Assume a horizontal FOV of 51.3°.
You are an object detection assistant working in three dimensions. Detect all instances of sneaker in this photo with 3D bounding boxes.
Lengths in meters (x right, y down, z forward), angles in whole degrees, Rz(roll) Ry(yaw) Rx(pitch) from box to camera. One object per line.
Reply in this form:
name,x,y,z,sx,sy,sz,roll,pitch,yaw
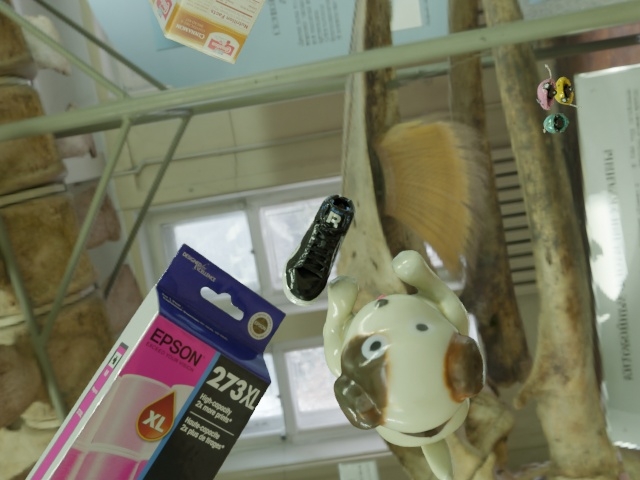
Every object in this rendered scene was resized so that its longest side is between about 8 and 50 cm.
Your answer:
sneaker,0.000,0.000,1.132,0.217,0.079,0.121,-69,3,-46

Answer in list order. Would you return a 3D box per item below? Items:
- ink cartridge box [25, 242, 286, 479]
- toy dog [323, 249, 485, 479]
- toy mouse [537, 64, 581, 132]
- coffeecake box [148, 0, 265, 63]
ink cartridge box,-0.181,0.204,0.757,0.175,0.069,0.371,39,-108,-30
toy dog,0.132,0.220,1.137,0.408,0.284,0.396,62,-159,-74
toy mouse,0.461,-0.267,1.334,0.161,0.031,0.143,47,-116,-37
coffeecake box,-0.077,-0.266,0.553,0.185,0.068,0.142,-57,40,25
